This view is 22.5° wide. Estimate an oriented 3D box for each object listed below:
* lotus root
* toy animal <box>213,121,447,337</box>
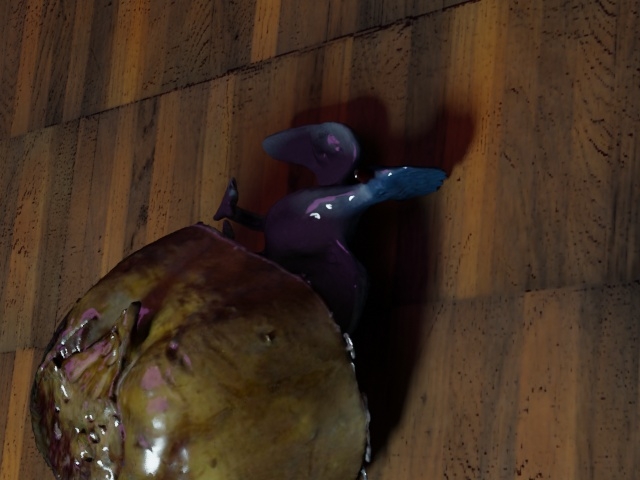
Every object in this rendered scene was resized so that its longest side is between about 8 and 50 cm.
[{"bbox_3d":[-0.112,0.128,1.270,0.272,0.192,0.272,24,123,44],"label":"lotus root"},{"bbox_3d":[0.000,0.000,1.340,0.255,0.176,0.239,111,161,-66],"label":"toy animal"}]
